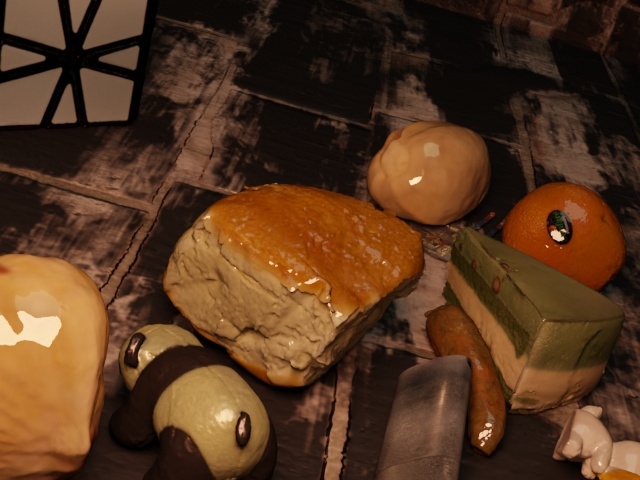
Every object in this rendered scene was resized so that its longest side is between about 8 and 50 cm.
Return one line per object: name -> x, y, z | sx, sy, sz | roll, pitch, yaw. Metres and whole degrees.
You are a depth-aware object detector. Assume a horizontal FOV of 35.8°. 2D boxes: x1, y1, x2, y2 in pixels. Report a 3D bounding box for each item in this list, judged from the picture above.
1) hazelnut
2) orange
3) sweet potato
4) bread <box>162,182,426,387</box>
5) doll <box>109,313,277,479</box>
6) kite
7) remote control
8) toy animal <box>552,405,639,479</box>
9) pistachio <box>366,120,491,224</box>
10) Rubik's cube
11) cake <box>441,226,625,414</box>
hazelnut -> -0.303, 0.137, 0.967 | 0.261, 0.261, 0.241 | -8, 37, -37
orange -> 0.399, 0.003, 1.620 | 0.206, 0.206, 0.206 | 13, 29, -7
sweet potato -> 0.202, 0.180, 1.336 | 0.075, 0.075, 0.273 | 7, 35, -17
bread -> -0.040, 0.041, 1.280 | 0.279, 0.225, 0.250 | 37, 40, 17
doll -> -0.141, 0.182, 1.086 | 0.143, 0.135, 0.234 | -5, 31, -37
kite -> 0.254, -0.012, 1.746 | 0.141, 0.015, 0.245 | 30, 35, 21
remote control -> 0.113, 0.255, 1.140 | 0.044, 0.107, 0.377 | 58, 24, -17
toy animal -> 0.388, 0.268, 1.216 | 0.181, 0.131, 0.127 | 26, 73, 10
pistachio -> 0.200, -0.119, 1.757 | 0.187, 0.188, 0.299 | 32, 26, 26
Rubik's cube -> -0.477, -0.379, 1.730 | 0.288, 0.294, 0.283 | -8, 40, -35
cake -> 0.303, 0.104, 1.437 | 0.172, 0.158, 0.284 | 5, 28, -21
